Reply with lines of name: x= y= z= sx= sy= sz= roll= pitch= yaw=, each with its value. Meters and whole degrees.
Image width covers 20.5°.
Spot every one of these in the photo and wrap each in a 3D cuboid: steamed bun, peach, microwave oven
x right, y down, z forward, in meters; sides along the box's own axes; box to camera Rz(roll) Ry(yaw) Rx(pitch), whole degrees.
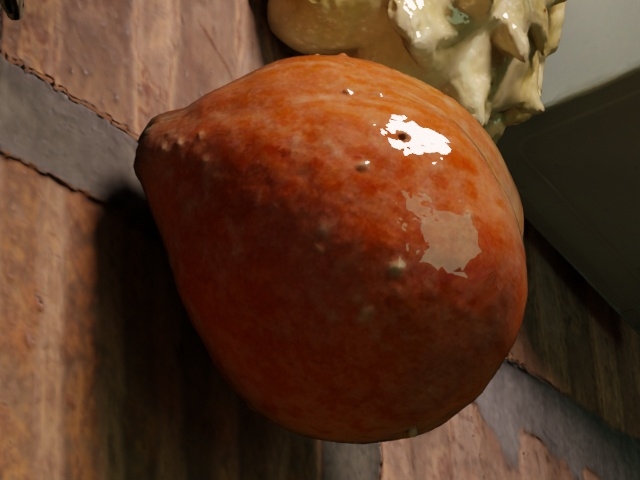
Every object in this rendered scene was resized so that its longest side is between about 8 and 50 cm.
steamed bun: x=0.095 y=-0.196 z=1.219 sx=0.295 sy=0.137 sz=0.292 roll=8 pitch=76 yaw=-48
peach: x=0.000 y=0.000 z=0.965 sx=0.232 sy=0.232 sz=0.233 roll=35 pitch=45 yaw=-46
microwave oven: x=0.277 y=-0.088 z=1.413 sx=0.295 sy=0.237 sz=0.181 roll=43 pitch=39 yaw=-34

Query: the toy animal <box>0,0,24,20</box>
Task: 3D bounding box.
toy animal: x=-0.163 y=-0.167 z=0.859 sx=0.137 sy=0.098 sz=0.098 roll=49 pitch=37 yaw=-34
